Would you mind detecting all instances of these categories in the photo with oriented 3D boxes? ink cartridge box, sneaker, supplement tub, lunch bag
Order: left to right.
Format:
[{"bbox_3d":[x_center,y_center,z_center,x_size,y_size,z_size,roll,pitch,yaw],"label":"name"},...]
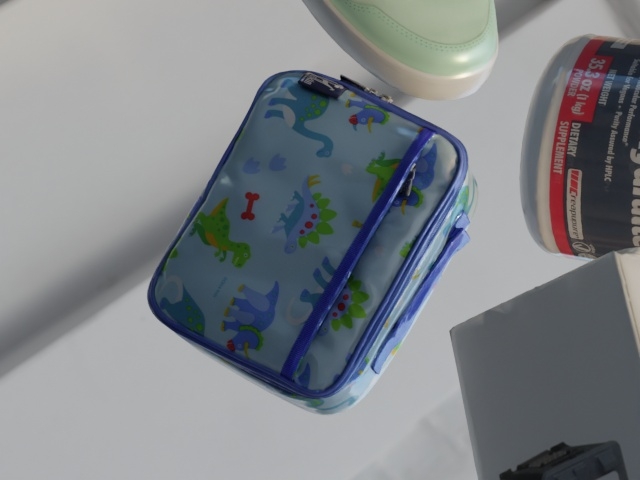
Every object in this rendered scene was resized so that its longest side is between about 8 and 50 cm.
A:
[{"bbox_3d":[0.000,0.000,1.065,0.176,0.219,0.090,29,-8,20],"label":"lunch bag"},{"bbox_3d":[0.035,-0.199,0.714,0.256,0.094,0.151,68,-25,7],"label":"sneaker"},{"bbox_3d":[0.315,-0.061,1.232,0.272,0.191,0.191,10,-43,26],"label":"supplement tub"},{"bbox_3d":[0.206,0.177,0.780,0.131,0.226,0.306,-30,-120,40],"label":"ink cartridge box"}]
